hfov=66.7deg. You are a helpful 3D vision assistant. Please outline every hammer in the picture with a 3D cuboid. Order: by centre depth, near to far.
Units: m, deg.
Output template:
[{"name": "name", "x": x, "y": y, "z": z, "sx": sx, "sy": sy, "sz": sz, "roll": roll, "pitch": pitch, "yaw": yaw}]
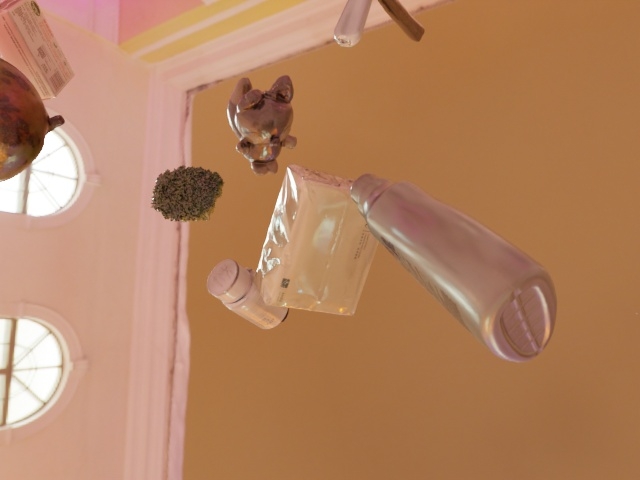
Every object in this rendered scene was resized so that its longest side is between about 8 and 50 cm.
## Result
[{"name": "hammer", "x": 0.076, "y": -0.284, "z": 0.566, "sx": 0.125, "sy": 0.297, "sz": 0.027, "roll": 37, "pitch": -71, "yaw": 15}]

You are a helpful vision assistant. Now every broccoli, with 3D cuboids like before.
[{"name": "broccoli", "x": -0.381, "y": -0.121, "z": 1.427, "sx": 0.219, "sy": 0.194, "sz": 0.194, "roll": -28, "pitch": -117, "yaw": -12}]

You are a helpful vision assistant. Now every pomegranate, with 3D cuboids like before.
[{"name": "pomegranate", "x": -0.396, "y": -0.145, "z": 0.520, "sx": 0.156, "sy": 0.220, "sz": 0.157, "roll": -2, "pitch": -101, "yaw": 10}]

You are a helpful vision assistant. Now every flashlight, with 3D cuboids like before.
[{"name": "flashlight", "x": 0.085, "y": -0.509, "z": 1.062, "sx": 0.093, "sy": 0.047, "sz": 0.201, "roll": 14, "pitch": -102, "yaw": 24}]

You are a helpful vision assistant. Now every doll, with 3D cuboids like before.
[{"name": "doll", "x": -0.262, "y": -0.477, "z": 1.863, "sx": 0.378, "sy": 0.252, "sz": 0.383, "roll": 40, "pitch": -38, "yaw": 21}]

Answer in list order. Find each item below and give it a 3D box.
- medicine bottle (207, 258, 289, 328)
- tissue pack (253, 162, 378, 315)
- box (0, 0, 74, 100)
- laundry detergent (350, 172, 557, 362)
[{"name": "medicine bottle", "x": -0.225, "y": 0.171, "z": 1.537, "sx": 0.143, "sy": 0.258, "sz": 0.144, "roll": -19, "pitch": -130, "yaw": 25}, {"name": "tissue pack", "x": 0.000, "y": 0.000, "z": 1.390, "sx": 0.207, "sy": 0.296, "sz": 0.381, "roll": 44, "pitch": -59, "yaw": 58}, {"name": "box", "x": -0.417, "y": -0.276, "z": 0.701, "sx": 0.043, "sy": 0.125, "sz": 0.089, "roll": -10, "pitch": -141, "yaw": 3}, {"name": "laundry detergent", "x": 0.189, "y": 0.014, "z": 0.806, "sx": 0.125, "sy": 0.264, "sz": 0.398, "roll": -45, "pitch": -134, "yaw": 1}]
